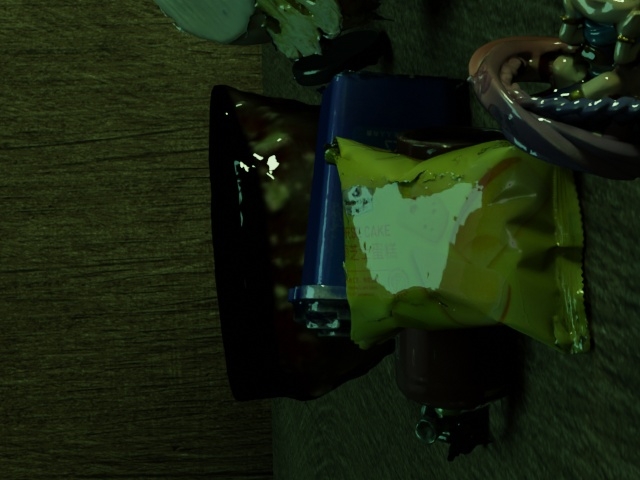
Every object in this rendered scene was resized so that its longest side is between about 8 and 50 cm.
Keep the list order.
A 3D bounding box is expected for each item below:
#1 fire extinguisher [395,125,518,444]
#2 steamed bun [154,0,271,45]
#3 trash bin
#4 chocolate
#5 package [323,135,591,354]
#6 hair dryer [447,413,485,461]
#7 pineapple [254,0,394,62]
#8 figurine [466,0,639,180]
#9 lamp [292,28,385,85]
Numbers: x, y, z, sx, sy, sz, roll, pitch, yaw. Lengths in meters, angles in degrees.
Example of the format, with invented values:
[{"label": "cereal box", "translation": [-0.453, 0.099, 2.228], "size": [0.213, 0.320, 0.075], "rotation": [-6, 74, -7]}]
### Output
[{"label": "fire extinguisher", "translation": [0.110, 0.047, 1.100], "size": [0.105, 0.105, 0.269], "rotation": [-122, 29, -75]}, {"label": "steamed bun", "translation": [-0.068, -0.405, 1.708], "size": [0.309, 0.309, 0.309], "rotation": [177, 90, -82]}, {"label": "trash bin", "translation": [0.055, -0.027, 1.256], "size": [0.184, 0.163, 0.234], "rotation": [153, 119, -82]}, {"label": "chocolate", "translation": [0.000, 0.000, 1.466], "size": [0.225, 0.210, 0.340], "rotation": [-153, 59, -73]}, {"label": "package", "translation": [0.093, -0.002, 0.975], "size": [0.226, 0.090, 0.168], "rotation": [-5, 93, 41]}, {"label": "hair dryer", "translation": [0.123, 0.158, 1.183], "size": [0.083, 0.031, 0.079], "rotation": [-51, -29, -65]}, {"label": "pineapple", "translation": [0.023, -0.376, 1.264], "size": [0.209, 0.286, 0.344], "rotation": [4, 136, 47]}, {"label": "figurine", "translation": [0.152, -0.110, 0.723], "size": [0.126, 0.114, 0.157], "rotation": [30, 96, 45]}, {"label": "lamp", "translation": [0.022, -0.060, 1.632], "size": [0.130, 0.109, 0.371], "rotation": [-115, 23, -68]}]
